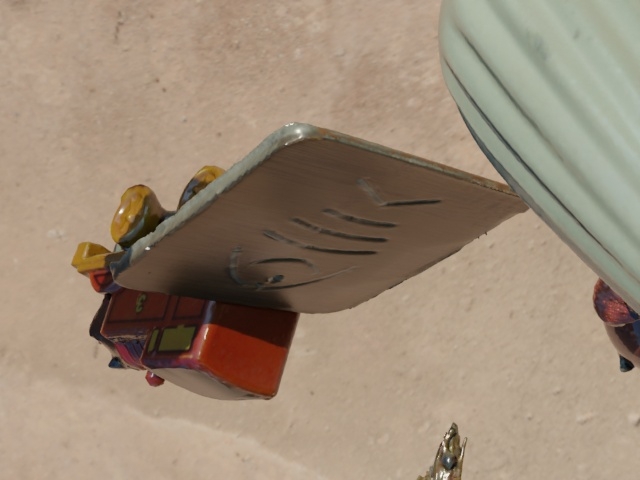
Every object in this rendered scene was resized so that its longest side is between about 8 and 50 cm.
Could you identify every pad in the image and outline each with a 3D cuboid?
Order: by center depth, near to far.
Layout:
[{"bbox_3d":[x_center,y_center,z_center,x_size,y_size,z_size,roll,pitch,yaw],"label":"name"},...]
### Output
[{"bbox_3d":[0.000,0.000,0.833,0.284,0.287,0.018,-33,56,40],"label":"pad"}]

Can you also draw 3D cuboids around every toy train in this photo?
[{"bbox_3d":[-0.133,0.056,1.048,0.369,0.231,0.163,-9,147,46],"label":"toy train"}]

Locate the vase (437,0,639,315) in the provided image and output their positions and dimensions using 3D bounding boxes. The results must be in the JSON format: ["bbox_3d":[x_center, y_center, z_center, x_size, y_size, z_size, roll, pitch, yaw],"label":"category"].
[{"bbox_3d":[0.136,-0.053,0.417,0.128,0.248,0.128,-8,134,-8],"label":"vase"}]

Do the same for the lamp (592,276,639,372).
[{"bbox_3d":[0.383,0.067,1.028,0.215,0.151,0.223,21,162,-4],"label":"lamp"}]

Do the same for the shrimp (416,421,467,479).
[{"bbox_3d":[0.079,0.298,0.988,0.143,0.052,0.251,25,90,39],"label":"shrimp"}]
